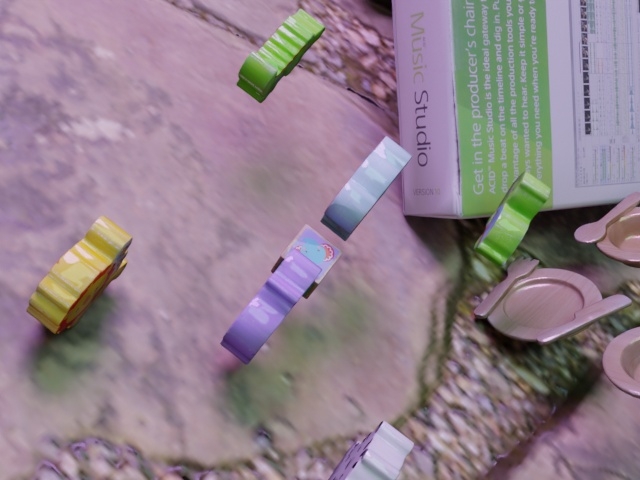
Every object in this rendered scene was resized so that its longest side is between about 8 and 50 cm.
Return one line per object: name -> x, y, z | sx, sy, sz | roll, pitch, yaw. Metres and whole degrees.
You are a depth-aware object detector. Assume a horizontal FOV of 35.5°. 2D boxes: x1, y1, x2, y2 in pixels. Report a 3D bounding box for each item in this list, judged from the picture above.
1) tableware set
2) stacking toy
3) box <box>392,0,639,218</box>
tableware set -> 0.176, 0.029, 0.527 | 0.141, 0.020, 0.169 | -30, 36, -24
stacking toy -> 0.000, 0.000, 0.468 | 0.167, 0.052, 0.221 | 36, 61, 0
box -> 0.186, -0.139, 0.631 | 0.322, 0.058, 0.232 | -5, 94, -34
